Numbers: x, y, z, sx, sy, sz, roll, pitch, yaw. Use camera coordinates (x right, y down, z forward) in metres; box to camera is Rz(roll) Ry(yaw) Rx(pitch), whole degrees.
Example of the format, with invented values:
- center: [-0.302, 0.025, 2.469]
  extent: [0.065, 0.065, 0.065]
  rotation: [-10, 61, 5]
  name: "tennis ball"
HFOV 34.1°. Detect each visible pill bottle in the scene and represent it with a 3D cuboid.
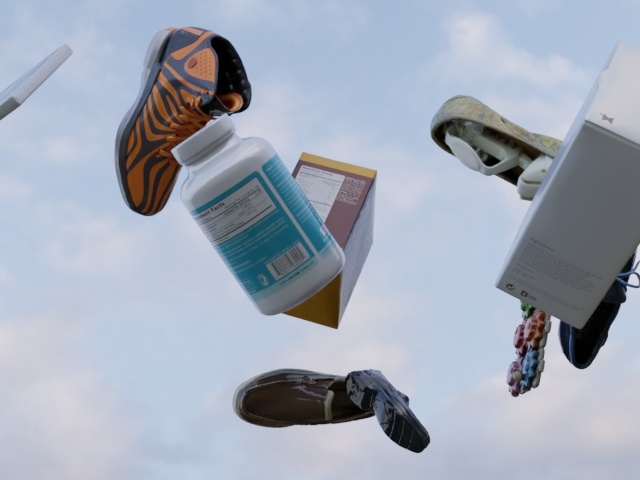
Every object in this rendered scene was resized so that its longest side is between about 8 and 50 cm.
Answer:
- center: [-0.092, -0.039, 1.423]
  extent: [0.146, 0.146, 0.264]
  rotation: [-31, -80, 17]
  name: "pill bottle"

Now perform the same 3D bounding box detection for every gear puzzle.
- center: [0.427, 0.142, 2.111]
  extent: [0.044, 0.339, 0.175]
  rotation: [14, -17, -2]
  name: "gear puzzle"

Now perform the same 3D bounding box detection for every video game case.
- center: [-0.485, -0.214, 1.605]
  extent: [0.183, 0.201, 0.023]
  rotation: [-29, -68, 27]
  name: "video game case"

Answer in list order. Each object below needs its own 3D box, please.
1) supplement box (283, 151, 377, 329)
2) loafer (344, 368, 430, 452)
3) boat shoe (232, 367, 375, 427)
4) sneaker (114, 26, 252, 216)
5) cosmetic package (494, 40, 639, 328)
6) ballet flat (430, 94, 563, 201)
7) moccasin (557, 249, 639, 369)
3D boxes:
- center: [0.000, 0.000, 1.685]
  extent: [0.129, 0.194, 0.191]
  rotation: [15, -38, 12]
  name: "supplement box"
- center: [0.109, 0.243, 1.534]
  extent: [0.061, 0.170, 0.062]
  rotation: [-16, -45, -34]
  name: "loafer"
- center: [-0.009, 0.252, 1.669]
  extent: [0.257, 0.095, 0.095]
  rotation: [-1, -1, -26]
  name: "boat shoe"
- center: [-0.220, -0.189, 1.681]
  extent: [0.180, 0.321, 0.124]
  rotation: [13, 2, 37]
  name: "sneaker"
- center: [0.391, -0.069, 1.469]
  extent: [0.155, 0.197, 0.365]
  rotation: [27, -37, 8]
  name: "cosmetic package"
- center: [0.333, -0.130, 1.750]
  extent: [0.123, 0.348, 0.123]
  rotation: [-44, -26, -28]
  name: "ballet flat"
- center: [0.538, 0.090, 1.967]
  extent: [0.137, 0.117, 0.342]
  rotation: [4, -65, 2]
  name: "moccasin"
